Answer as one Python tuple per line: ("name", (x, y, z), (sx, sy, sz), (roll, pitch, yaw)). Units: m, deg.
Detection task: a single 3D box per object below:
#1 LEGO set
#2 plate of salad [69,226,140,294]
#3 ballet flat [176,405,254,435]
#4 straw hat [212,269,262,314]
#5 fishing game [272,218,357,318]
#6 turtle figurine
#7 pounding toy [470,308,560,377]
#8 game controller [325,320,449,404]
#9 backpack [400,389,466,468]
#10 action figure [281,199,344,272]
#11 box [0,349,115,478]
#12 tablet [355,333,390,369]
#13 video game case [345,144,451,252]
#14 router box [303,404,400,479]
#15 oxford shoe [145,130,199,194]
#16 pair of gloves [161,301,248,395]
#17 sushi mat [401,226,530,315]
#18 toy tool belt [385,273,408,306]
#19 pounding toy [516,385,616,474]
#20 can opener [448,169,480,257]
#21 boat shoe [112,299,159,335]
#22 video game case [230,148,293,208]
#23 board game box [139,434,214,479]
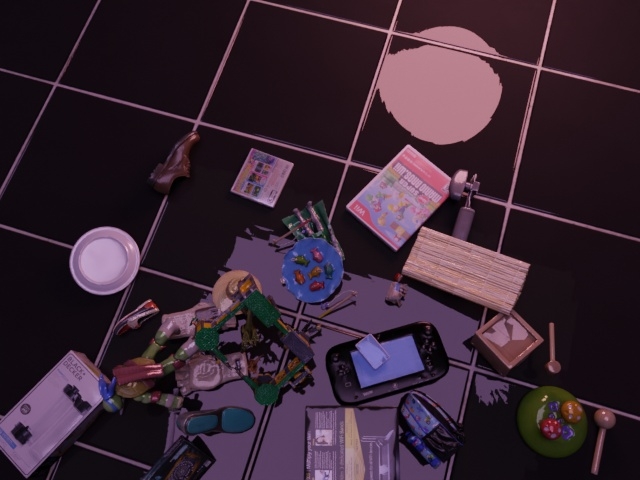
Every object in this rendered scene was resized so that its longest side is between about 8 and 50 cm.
("LEGO set", (-0.174, 0.250, 1.555), (0.331, 0.192, 0.255), (40, 90, -17))
("plate of salad", (-0.624, 0.059, 1.707), (0.199, 0.048, 0.200), (1, 81, -4))
("ballet flat", (-0.273, 0.462, 1.523), (0.213, 0.068, 0.072), (10, 84, -41))
("straw hat", (-0.230, 0.133, 1.643), (0.144, 0.061, 0.145), (5, 58, -9))
("fishing game", (-0.029, 0.083, 1.655), (0.189, 0.041, 0.264), (-31, 82, 15))
("turtle figurine", (-0.432, 0.358, 1.533), (0.197, 0.275, 0.266), (12, 53, 49))
("pounding toy", (0.543, 0.285, 1.570), (0.181, 0.094, 0.206), (-35, 65, -15))
("game controller", (0.178, 0.327, 1.575), (0.319, 0.067, 0.166), (-16, 53, -3))
("backpack", (0.270, 0.467, 1.489), (0.173, 0.158, 0.117), (44, 94, 12))
("action figure", (0.000, 0.000, 1.705), (0.137, 0.063, 0.232), (-29, 74, -5))
("box", (-0.698, 0.454, 1.555), (0.169, 0.087, 0.290), (41, 77, 13))
("tablet", (0.139, 0.295, 1.562), (0.054, 0.006, 0.083), (-37, 72, -12))
("video game case", (0.245, -0.130, 1.760), (0.204, 0.025, 0.285), (42, 78, 14))
("router box", (0.079, 0.580, 1.495), (0.242, 0.081, 0.309), (1, 71, 1))
("oxford shoe", (-0.428, -0.234, 1.794), (0.096, 0.083, 0.227), (34, 75, -7))
("pair of gloves", (-0.319, 0.291, 1.625), (0.204, 0.042, 0.240), (-17, 74, -8))
("sushi mat", (0.396, 0.080, 1.612), (0.316, 0.019, 0.151), (21, 80, 18))
("toy tool belt", (0.222, 0.141, 1.662), (0.051, 0.052, 0.083), (29, 75, -22))
("pounding toy", (0.633, 0.472, 1.502), (0.236, 0.110, 0.183), (21, 73, 9))
("can opener", (0.397, -0.071, 1.710), (0.095, 0.076, 0.284), (17, 74, 10))
("boat shoe", (-0.518, 0.224, 1.650), (0.137, 0.049, 0.043), (-39, 77, -16))
("video game case", (-0.177, -0.191, 1.794), (0.143, 0.019, 0.157), (21, 74, 9))
("board game box", (-0.375, 0.598, 1.487), (0.186, 0.126, 0.026), (-47, 35, -14))
